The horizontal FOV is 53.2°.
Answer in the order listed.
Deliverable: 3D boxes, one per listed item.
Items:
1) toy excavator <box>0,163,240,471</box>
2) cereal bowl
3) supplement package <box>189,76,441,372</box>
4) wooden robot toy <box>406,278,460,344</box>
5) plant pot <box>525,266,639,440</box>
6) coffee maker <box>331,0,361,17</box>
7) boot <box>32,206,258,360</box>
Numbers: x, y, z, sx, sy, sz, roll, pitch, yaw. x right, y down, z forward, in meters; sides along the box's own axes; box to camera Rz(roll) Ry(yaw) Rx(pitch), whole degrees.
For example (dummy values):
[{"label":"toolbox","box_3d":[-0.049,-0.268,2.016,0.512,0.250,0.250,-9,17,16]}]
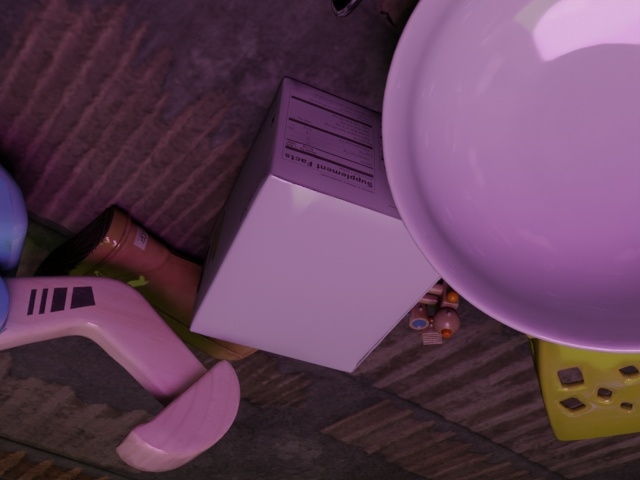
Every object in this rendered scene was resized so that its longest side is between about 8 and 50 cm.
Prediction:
[{"label":"toy excavator","box_3d":[-0.335,0.049,0.634,0.445,0.433,0.222,-8,156,-33]},{"label":"cereal bowl","box_3d":[0.227,-0.089,0.504,0.338,0.141,0.339,2,97,20]},{"label":"supplement package","box_3d":[0.000,0.000,0.684,0.204,0.145,0.262,18,136,-16]},{"label":"wooden robot toy","box_3d":[0.150,0.096,0.832,0.076,0.079,0.173,6,138,-3]},{"label":"plant pot","box_3d":[0.314,0.046,0.667,0.227,0.228,0.207,-18,129,22]},{"label":"coffee maker","box_3d":[-0.008,-0.271,0.421,0.178,0.120,0.171,27,110,-26]},{"label":"boot","box_3d":[-0.223,0.094,0.846,0.236,0.089,0.269,-30,130,31]}]
